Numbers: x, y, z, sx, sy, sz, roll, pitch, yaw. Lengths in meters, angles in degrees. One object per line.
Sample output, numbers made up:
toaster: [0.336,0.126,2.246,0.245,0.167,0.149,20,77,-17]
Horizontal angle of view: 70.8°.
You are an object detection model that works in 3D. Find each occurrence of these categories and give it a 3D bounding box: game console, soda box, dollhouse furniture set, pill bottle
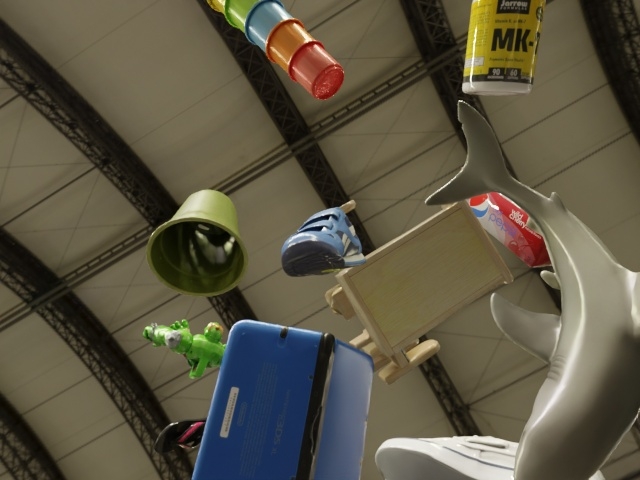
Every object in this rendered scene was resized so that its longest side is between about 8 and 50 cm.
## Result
game console: [-0.045,0.307,0.751,0.250,0.293,0.173,9,-23,6]
soda box: [0.376,-0.056,0.891,0.092,0.263,0.083,-3,-57,-22]
dollhouse furniture set: [0.150,0.075,0.931,0.256,0.394,0.362,-30,-91,-10]
pill bottle: [0.317,-0.362,0.778,0.119,0.119,0.208,0,-75,-8]

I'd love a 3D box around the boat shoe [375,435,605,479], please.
boat shoe: [0.197,0.282,0.541,0.258,0.084,0.095,4,-72,31]

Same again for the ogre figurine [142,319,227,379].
ogre figurine: [-0.208,0.196,0.798,0.197,0.118,0.097,46,-114,-12]

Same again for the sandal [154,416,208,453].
sandal: [-0.288,0.442,1.029,0.179,0.040,0.067,1,-76,-44]

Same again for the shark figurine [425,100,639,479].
shark figurine: [0.190,0.018,0.326,0.166,0.278,0.116,-4,-30,-4]

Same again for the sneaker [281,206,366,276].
sneaker: [0.000,0.000,0.409,0.053,0.144,0.059,-14,-97,16]

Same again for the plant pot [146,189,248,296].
plant pot: [-0.104,-0.006,0.407,0.083,0.079,0.083,-2,-55,-3]

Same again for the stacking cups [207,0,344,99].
stacking cups: [-0.074,-0.362,0.763,0.096,0.316,0.096,-35,-25,-18]
